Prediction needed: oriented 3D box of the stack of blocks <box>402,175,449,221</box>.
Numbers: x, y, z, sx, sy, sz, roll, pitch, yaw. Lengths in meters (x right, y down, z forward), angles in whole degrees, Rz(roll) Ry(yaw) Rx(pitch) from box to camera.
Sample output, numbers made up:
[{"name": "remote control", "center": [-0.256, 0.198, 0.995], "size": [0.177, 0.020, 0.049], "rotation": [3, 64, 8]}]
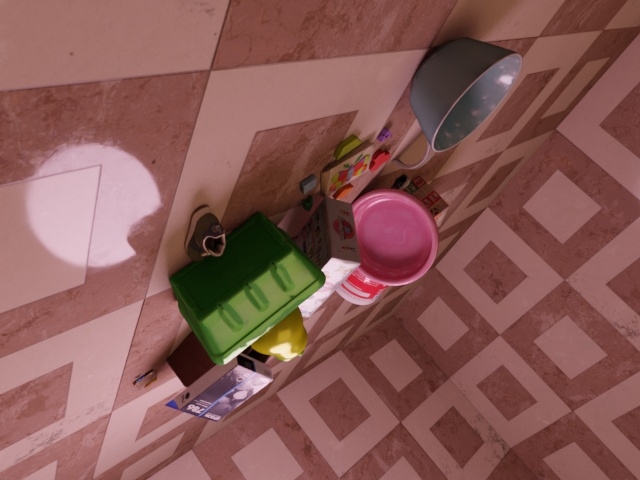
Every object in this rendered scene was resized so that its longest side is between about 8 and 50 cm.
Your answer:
[{"name": "stack of blocks", "center": [0.397, -0.105, 2.133], "size": [0.087, 0.171, 0.297], "rotation": [-36, 161, -15]}]

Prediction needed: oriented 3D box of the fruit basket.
[{"name": "fruit basket", "center": [-0.169, 0.163, 1.431], "size": [0.392, 0.283, 0.392], "rotation": [-28, 143, -24]}]

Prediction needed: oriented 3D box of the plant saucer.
[{"name": "plant saucer", "center": [0.237, -0.016, 1.788], "size": [0.332, 0.332, 0.084], "rotation": [-51, 172, 27]}]

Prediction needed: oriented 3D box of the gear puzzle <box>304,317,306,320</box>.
[{"name": "gear puzzle", "center": [-0.094, 0.323, 2.339], "size": [0.339, 0.044, 0.175], "rotation": [-31, 158, -36]}]

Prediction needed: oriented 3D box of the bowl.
[{"name": "bowl", "center": [0.356, -0.403, 1.396], "size": [0.311, 0.163, 0.311], "rotation": [-36, 161, -14]}]

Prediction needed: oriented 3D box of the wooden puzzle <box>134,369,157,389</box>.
[{"name": "wooden puzzle", "center": [-0.567, 0.451, 1.727], "size": [0.078, 0.014, 0.116], "rotation": [-36, 162, -28]}]

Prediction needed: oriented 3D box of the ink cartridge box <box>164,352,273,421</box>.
[{"name": "ink cartridge box", "center": [-0.326, 0.486, 1.695], "size": [0.332, 0.065, 0.165], "rotation": [-39, 132, 18]}]

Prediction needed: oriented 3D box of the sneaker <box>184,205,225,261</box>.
[{"name": "sneaker", "center": [-0.261, 0.011, 1.224], "size": [0.064, 0.086, 0.192], "rotation": [-29, 158, -33]}]

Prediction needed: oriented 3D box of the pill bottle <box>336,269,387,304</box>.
[{"name": "pill bottle", "center": [0.214, 0.044, 2.014], "size": [0.229, 0.229, 0.408], "rotation": [-23, 154, -43]}]

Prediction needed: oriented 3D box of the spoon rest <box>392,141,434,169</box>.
[{"name": "spoon rest", "center": [0.349, -0.325, 1.681], "size": [0.276, 0.084, 0.137], "rotation": [-50, 160, 25]}]

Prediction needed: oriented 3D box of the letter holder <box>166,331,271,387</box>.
[{"name": "letter holder", "center": [-0.309, 0.364, 1.720], "size": [0.302, 0.214, 0.152], "rotation": [-47, 161, 17]}]

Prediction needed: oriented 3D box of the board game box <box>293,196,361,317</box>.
[{"name": "board game box", "center": [-0.009, 0.055, 1.565], "size": [0.097, 0.224, 0.303], "rotation": [14, 138, -24]}]

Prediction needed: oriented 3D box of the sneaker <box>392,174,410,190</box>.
[{"name": "sneaker", "center": [0.279, -0.196, 1.911], "size": [0.098, 0.038, 0.069], "rotation": [-52, 159, 3]}]

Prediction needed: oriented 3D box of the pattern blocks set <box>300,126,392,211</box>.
[{"name": "pattern blocks set", "center": [0.078, -0.201, 1.514], "size": [0.325, 0.026, 0.285], "rotation": [-39, 161, -7]}]
